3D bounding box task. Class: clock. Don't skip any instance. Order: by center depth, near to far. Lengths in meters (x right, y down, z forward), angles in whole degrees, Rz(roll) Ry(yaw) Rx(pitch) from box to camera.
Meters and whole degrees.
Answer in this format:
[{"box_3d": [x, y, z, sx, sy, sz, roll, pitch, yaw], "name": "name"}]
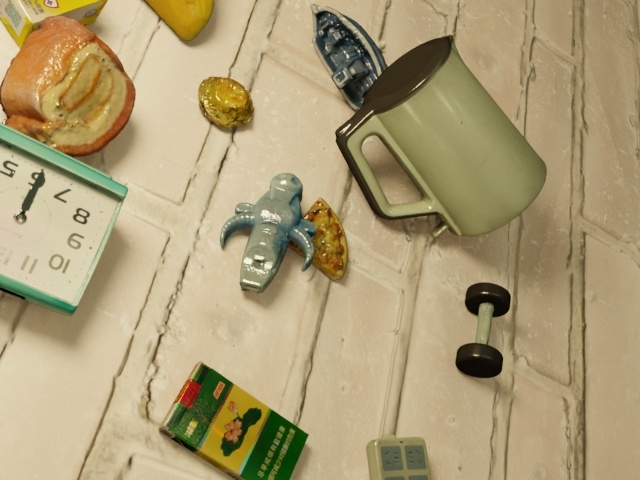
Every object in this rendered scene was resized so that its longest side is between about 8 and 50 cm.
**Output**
[{"box_3d": [-0.465, -0.033, 1.129, 0.262, 0.116, 0.231, 26, 67, -22], "name": "clock"}]

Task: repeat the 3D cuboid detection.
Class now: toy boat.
[{"box_3d": [0.066, -0.402, 1.656, 0.309, 0.129, 0.142, 59, 36, 0], "name": "toy boat"}]

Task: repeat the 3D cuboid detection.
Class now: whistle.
[{"box_3d": [-0.091, -0.022, 1.391, 0.180, 0.093, 0.269, 15, 57, 1], "name": "whistle"}]

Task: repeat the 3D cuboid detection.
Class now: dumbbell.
[{"box_3d": [0.350, 0.192, 1.573, 0.100, 0.100, 0.191, 30, 55, -18], "name": "dumbbell"}]

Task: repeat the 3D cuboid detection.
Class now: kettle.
[{"box_3d": [0.244, -0.188, 1.585, 0.361, 0.250, 0.377, -41, 114, 4], "name": "kettle"}]

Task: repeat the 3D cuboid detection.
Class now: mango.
[{"box_3d": [-0.307, -0.562, 1.478, 0.176, 0.119, 0.317, -24, 98, -11], "name": "mango"}]

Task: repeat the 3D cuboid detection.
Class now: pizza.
[{"box_3d": [0.001, 0.000, 1.469, 0.134, 0.046, 0.175, -14, 76, -38], "name": "pizza"}]

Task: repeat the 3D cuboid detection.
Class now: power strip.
[{"box_3d": [0.152, 0.487, 1.330, 0.118, 0.046, 0.271, 8, 64, -31], "name": "power strip"}]

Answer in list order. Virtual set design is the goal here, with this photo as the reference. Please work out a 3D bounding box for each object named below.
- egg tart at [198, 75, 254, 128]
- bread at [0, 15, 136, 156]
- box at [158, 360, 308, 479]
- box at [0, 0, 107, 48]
[{"box_3d": [-0.186, -0.284, 1.484, 0.130, 0.052, 0.130, 17, 56, -28], "name": "egg tart"}, {"box_3d": [-0.428, -0.238, 1.234, 0.190, 0.123, 0.244, 49, 55, -44], "name": "bread"}, {"box_3d": [-0.140, 0.320, 1.224, 0.235, 0.034, 0.132, 37, 53, -13], "name": "box"}, {"box_3d": [-0.526, -0.500, 1.307, 0.168, 0.097, 0.265, -33, 95, -34], "name": "box"}]
